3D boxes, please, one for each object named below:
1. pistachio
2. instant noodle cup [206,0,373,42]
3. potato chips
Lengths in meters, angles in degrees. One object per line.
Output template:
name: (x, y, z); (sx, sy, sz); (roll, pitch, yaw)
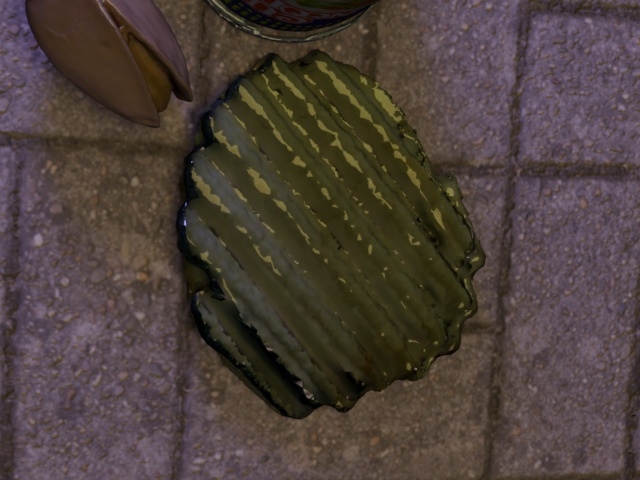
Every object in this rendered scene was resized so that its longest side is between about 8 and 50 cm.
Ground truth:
pistachio: (-0.224, -0.214, 1.367); (0.126, 0.152, 0.223); (-44, 126, -11)
instant noodle cup: (0.013, -0.350, 1.332); (0.284, 0.312, 0.284); (-2, 98, -17)
potato chips: (0.000, 0.000, 1.506); (0.358, 0.070, 0.429); (-41, 108, -11)
